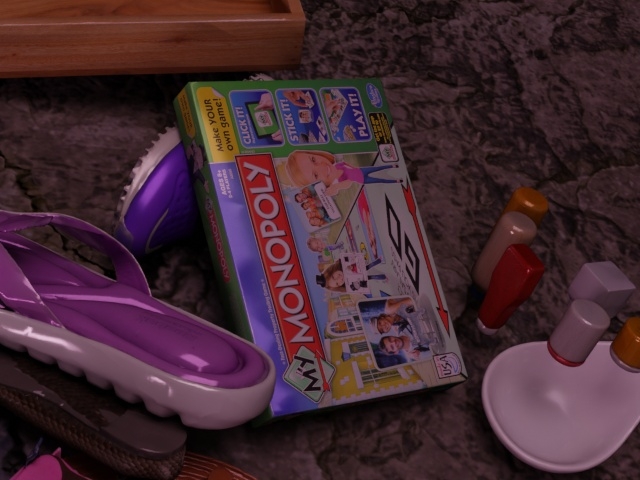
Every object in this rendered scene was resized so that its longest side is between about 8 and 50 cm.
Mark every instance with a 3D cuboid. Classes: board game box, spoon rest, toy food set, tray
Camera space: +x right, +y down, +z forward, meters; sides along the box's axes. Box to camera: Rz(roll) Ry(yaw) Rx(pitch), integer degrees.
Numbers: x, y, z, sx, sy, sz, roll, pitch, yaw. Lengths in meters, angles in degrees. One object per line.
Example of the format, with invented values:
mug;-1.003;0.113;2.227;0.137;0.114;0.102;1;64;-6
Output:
board game box;0.000;0.000;1.052;0.214;0.046;0.317;-6;73;-32
spoon rest;0.277;0.143;1.089;0.276;0.084;0.137;-10;55;-30
toy food set;0.219;0.059;1.098;0.111;0.104;0.232;-5;44;-36
tray;-0.238;-0.261;1.200;0.411;0.076;0.202;-4;46;-12

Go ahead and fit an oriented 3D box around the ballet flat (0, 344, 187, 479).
ballet flat;-0.215;0.131;0.911;0.250;0.058;0.084;24;30;20

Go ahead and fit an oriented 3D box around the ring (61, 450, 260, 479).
ring;-0.124;0.295;0.833;0.337;0.032;0.336;12;47;-13

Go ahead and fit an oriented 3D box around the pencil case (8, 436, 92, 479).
pencil case;-0.142;0.237;0.797;0.209;0.095;0.098;36;32;9

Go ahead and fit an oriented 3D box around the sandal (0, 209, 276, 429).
sandal;-0.220;0.025;0.938;0.416;0.102;0.169;22;18;7

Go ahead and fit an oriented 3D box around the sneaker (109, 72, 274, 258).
sneaker;-0.077;-0.058;1.113;0.146;0.102;0.293;36;47;10
